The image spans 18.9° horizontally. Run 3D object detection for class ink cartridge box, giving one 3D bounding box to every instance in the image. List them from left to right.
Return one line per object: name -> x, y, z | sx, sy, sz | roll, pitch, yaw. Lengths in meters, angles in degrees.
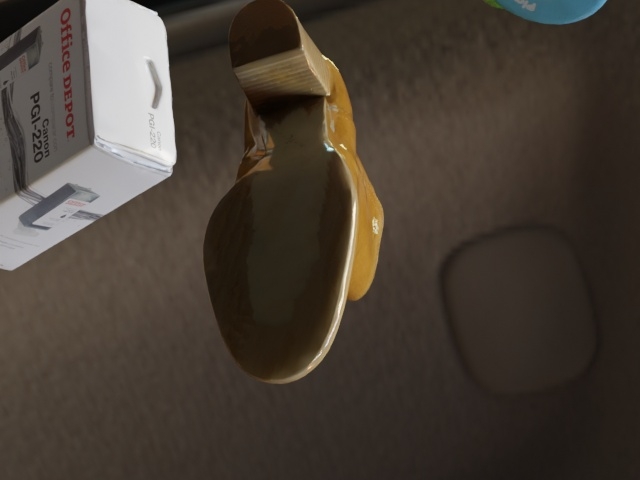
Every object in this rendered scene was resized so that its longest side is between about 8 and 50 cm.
ink cartridge box -> -0.228, -0.091, 1.609 | 0.218, 0.092, 0.158 | -27, -122, 35

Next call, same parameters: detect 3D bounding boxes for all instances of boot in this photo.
boot -> -0.001, 0.000, 1.314 | 0.104, 0.211, 0.295 | -11, -122, 13

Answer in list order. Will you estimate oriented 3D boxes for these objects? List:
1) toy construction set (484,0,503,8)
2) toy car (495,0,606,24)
toy construction set -> 0.184, -0.308, 1.415 | 0.257, 0.309, 0.237 | 12, -119, 47
toy car -> 0.047, -0.242, 1.061 | 0.238, 0.210, 0.219 | -7, -132, 31
